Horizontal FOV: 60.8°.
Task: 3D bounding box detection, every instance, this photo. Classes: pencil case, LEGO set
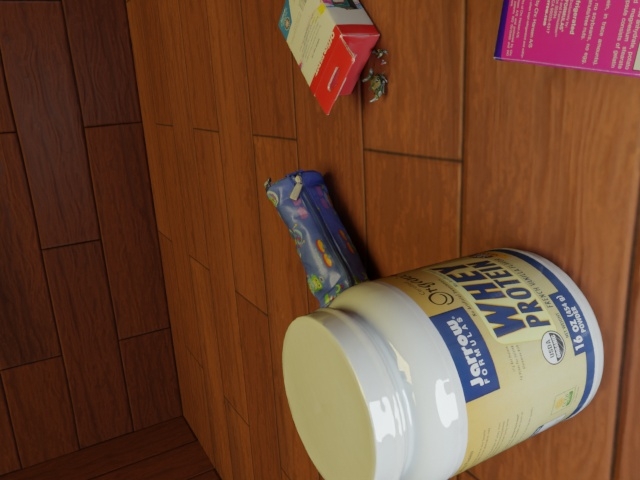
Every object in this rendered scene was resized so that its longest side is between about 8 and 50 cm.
[{"bbox_3d":[0.000,0.000,1.042,0.133,0.119,0.306,86,160,-67],"label":"pencil case"},{"bbox_3d":[0.095,-0.265,0.879,0.054,0.023,0.083,45,125,42],"label":"LEGO set"}]

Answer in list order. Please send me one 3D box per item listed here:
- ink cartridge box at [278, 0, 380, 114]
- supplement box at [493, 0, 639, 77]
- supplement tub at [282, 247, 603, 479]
[{"bbox_3d":[0.017,-0.342,0.926,0.231,0.078,0.134,66,150,22],"label":"ink cartridge box"},{"bbox_3d":[0.276,-0.201,0.467,0.220,0.111,0.113,36,130,51],"label":"supplement box"},{"bbox_3d":[0.137,0.144,0.635,0.228,0.316,0.228,32,127,53],"label":"supplement tub"}]
